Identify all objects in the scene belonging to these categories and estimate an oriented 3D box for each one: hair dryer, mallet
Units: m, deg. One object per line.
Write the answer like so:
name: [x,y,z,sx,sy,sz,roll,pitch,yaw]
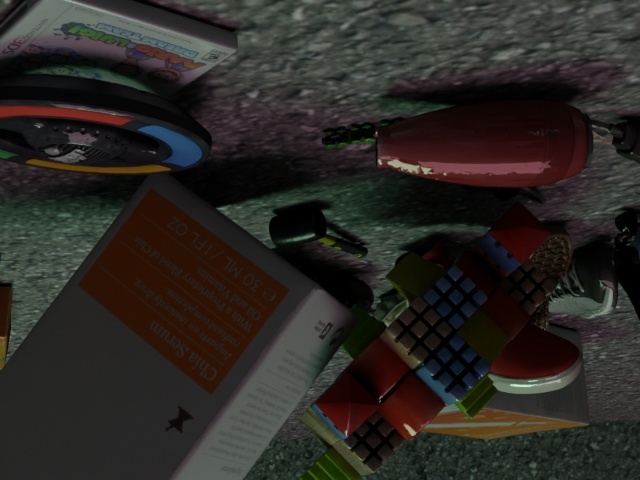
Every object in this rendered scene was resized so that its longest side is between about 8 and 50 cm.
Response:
hair dryer: [0.169,-0.066,1.052,0.293,0.080,0.224,11,157,-39]
mallet: [0.000,0.000,1.335,0.062,0.039,0.190,-8,166,19]

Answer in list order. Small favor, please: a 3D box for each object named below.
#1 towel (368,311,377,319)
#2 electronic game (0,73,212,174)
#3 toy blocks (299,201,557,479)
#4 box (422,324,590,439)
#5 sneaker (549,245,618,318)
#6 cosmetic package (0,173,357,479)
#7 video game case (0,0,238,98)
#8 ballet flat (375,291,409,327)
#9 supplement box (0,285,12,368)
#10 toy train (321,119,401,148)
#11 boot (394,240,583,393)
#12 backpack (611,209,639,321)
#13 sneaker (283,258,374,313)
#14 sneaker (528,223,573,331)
towel: [-0.024,0.129,1.749,0.197,0.029,0.144,-14,160,32]
electronic game: [-0.207,-0.090,0.945,0.229,0.048,0.229,4,170,1]
toy blocks: [0.120,0.113,1.192,0.381,0.191,0.261,-43,174,-13]
box: [0.268,0.229,1.874,0.215,0.168,0.345,-17,157,40]
sneaker: [0.320,0.065,1.503,0.132,0.086,0.228,-1,164,3]
cosmetic package: [-0.196,0.182,1.134,0.230,0.453,0.161,35,177,23]
video game case: [-0.168,-0.146,0.862,0.157,0.019,0.143,11,159,-37]
ballet flat: [0.138,0.094,1.592,0.072,0.068,0.213,3,162,-18]
supplement box: [-0.484,0.127,1.599,0.078,0.080,0.233,4,164,-14]
toy train: [0.042,-0.098,1.049,0.083,0.017,0.024,-8,172,15]
boot: [0.202,0.088,1.384,0.244,0.088,0.176,12,133,40]
backpack: [0.502,0.076,1.259,0.277,0.263,0.213,4,161,-17]
sneaker: [0.005,0.072,1.503,0.124,0.107,0.283,-23,162,-1]
sneaker: [0.266,0.038,1.429,0.064,0.086,0.192,-5,133,-11]
